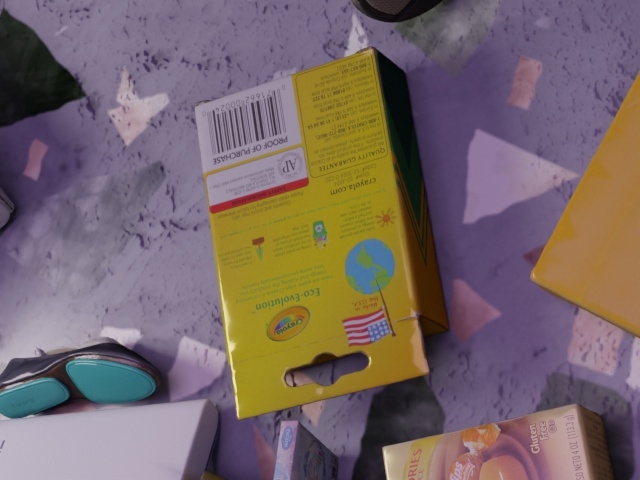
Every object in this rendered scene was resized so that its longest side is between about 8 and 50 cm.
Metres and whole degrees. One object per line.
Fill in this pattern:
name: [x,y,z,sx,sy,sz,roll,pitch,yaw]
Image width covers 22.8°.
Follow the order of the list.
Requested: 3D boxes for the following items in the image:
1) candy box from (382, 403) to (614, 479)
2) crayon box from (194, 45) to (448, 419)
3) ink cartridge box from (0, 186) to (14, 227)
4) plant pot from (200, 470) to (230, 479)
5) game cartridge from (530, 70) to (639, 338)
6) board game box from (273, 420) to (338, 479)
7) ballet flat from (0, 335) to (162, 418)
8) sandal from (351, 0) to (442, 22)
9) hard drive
candy box: [0.171,0.313,1.335,0.183,0.087,0.316,-16,71,21]
crayon box: [0.000,0.000,1.497,0.202,0.081,0.318,-15,71,22]
ink cartridge box: [-0.512,-0.082,1.715,0.226,0.131,0.306,-42,60,-2]
plant pot: [-0.074,0.286,1.449,0.095,0.134,0.134,11,82,3]
game cartridge: [0.381,-0.018,1.341,0.323,0.052,0.285,29,91,26]
board game box: [-0.015,0.221,1.434,0.020,0.090,0.090,-5,59,24]
ballet flat: [-0.241,0.129,1.591,0.203,0.074,0.074,-13,72,27]
sandal: [0.099,-0.351,1.533,0.086,0.120,0.303,6,77,55]
hard drive: [-0.267,0.256,1.525,0.318,0.040,0.210,-8,42,22]
